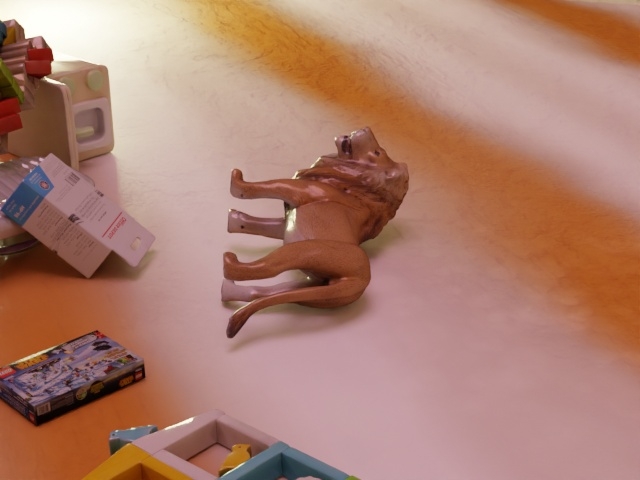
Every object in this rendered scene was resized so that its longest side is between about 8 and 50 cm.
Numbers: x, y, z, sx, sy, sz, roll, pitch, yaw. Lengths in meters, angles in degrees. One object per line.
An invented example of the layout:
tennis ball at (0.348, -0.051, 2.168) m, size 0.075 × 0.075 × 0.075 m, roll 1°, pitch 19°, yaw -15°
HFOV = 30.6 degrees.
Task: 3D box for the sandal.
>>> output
sandal at (-0.447, -0.029, 1.589) m, size 0.169 × 0.102 × 0.416 m, roll 26°, pitch 20°, yaw 20°

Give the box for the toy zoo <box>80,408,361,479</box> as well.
toy zoo at (-0.092, 0.233, 1.038) m, size 0.293 × 0.030 × 0.192 m, roll 18°, pitch 31°, yaw 38°

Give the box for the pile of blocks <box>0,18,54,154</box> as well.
pile of blocks at (-0.459, -0.257, 1.710) m, size 0.112 × 0.149 × 0.362 m, roll -11°, pitch 34°, yaw 5°

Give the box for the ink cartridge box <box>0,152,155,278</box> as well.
ink cartridge box at (-0.314, -0.022, 1.530) m, size 0.180 × 0.060 × 0.104 m, roll 40°, pitch 24°, yaw -9°

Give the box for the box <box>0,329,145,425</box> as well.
box at (-0.270, 0.145, 1.254) m, size 0.137 × 0.027 × 0.094 m, roll -21°, pitch 32°, yaw -38°

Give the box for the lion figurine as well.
lion figurine at (0.000, 0.000, 1.473) m, size 0.240 × 0.142 × 0.392 m, roll 5°, pitch 38°, yaw -4°

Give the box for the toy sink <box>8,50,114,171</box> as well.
toy sink at (-0.427, -0.214, 1.928) m, size 0.131 × 0.153 × 0.234 m, roll -22°, pitch 30°, yaw -39°
